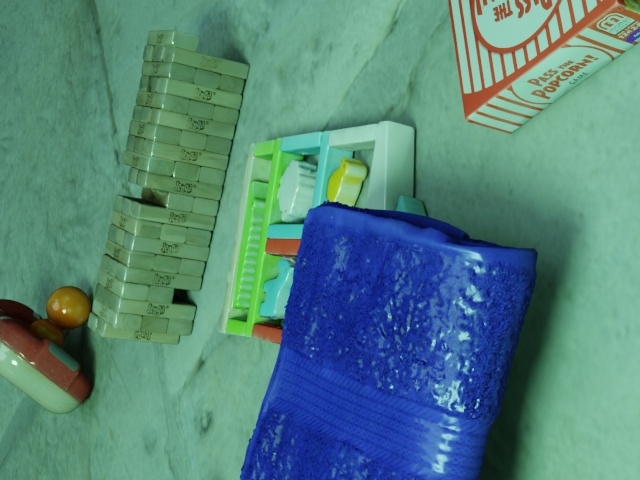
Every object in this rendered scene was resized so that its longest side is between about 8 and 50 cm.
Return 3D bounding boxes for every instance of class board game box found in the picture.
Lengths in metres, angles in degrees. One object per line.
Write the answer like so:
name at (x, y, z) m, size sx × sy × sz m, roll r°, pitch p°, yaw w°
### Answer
board game box at (0.148, -0.192, 0.727) m, size 0.147 × 0.045 × 0.193 m, roll -37°, pitch 50°, yaw 49°

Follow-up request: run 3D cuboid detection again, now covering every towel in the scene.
towel at (0.020, 0.131, 0.707) m, size 0.228 × 0.076 × 0.308 m, roll 14°, pitch 91°, yaw 61°

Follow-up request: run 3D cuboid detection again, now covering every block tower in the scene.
block tower at (-0.166, -0.055, 1.172) m, size 0.091 × 0.097 × 0.335 m, roll 18°, pitch 98°, yaw 60°

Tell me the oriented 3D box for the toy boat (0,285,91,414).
toy boat at (-0.369, 0.126, 1.441) m, size 0.151 × 0.151 × 0.231 m, roll -51°, pitch 28°, yaw -13°

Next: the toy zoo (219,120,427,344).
toy zoo at (0.000, 0.000, 0.929) m, size 0.293 × 0.030 × 0.192 m, roll 2°, pitch 82°, yaw 60°
